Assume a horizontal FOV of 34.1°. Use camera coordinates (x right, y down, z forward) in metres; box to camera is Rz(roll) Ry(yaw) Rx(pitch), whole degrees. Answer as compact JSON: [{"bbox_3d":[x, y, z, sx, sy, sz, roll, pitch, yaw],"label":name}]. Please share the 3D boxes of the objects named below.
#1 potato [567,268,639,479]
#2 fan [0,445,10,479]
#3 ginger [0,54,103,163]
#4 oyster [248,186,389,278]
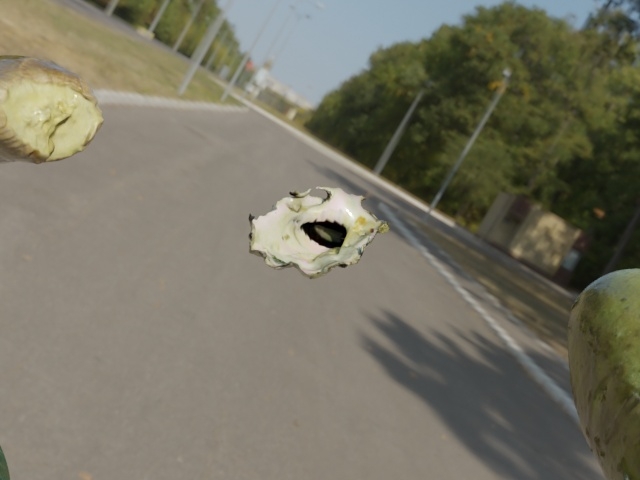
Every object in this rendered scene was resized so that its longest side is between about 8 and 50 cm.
[{"bbox_3d":[0.313,0.142,0.940,0.141,0.176,0.298,21,35,-19],"label":"potato"},{"bbox_3d":[-0.359,0.158,0.964,0.294,0.012,0.223,66,6,20],"label":"fan"},{"bbox_3d":[-0.385,-0.144,1.182,0.275,0.130,0.221,-8,14,6],"label":"ginger"},{"bbox_3d":[-0.009,-0.003,1.239,0.132,0.072,0.209,29,37,10],"label":"oyster"}]
